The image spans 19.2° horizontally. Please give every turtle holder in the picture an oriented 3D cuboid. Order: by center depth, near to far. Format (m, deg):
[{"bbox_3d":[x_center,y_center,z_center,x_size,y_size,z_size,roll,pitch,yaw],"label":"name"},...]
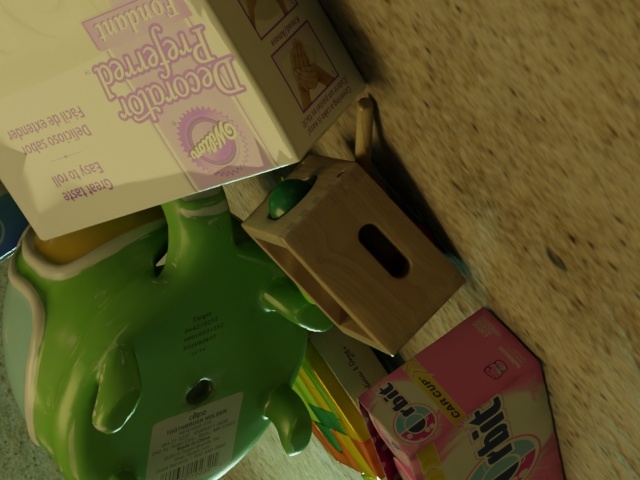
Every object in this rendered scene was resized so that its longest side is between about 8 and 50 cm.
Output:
[{"bbox_3d":[-0.150,0.056,1.484,0.227,0.243,0.320,43,168,36],"label":"turtle holder"}]

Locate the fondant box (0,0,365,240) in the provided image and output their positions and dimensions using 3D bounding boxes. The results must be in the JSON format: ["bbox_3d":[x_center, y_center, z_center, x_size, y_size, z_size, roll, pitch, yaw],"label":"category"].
[{"bbox_3d":[-0.158,-0.178,1.161,0.238,0.096,0.330,-15,115,39],"label":"fondant box"}]

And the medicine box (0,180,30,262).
[{"bbox_3d":[-0.266,-0.164,1.510,0.149,0.263,0.289,43,164,44],"label":"medicine box"}]

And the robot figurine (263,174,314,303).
[{"bbox_3d":[0.000,0.000,1.394,0.115,0.067,0.101,57,173,-8],"label":"robot figurine"}]

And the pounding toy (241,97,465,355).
[{"bbox_3d":[0.023,-0.012,1.249,0.141,0.100,0.130,47,172,-15],"label":"pounding toy"}]

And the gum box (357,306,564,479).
[{"bbox_3d":[0.101,0.142,1.291,0.062,0.107,0.188,47,166,35],"label":"gum box"}]

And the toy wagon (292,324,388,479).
[{"bbox_3d":[-0.001,0.114,1.724,0.267,0.068,0.344,57,168,-8],"label":"toy wagon"}]
